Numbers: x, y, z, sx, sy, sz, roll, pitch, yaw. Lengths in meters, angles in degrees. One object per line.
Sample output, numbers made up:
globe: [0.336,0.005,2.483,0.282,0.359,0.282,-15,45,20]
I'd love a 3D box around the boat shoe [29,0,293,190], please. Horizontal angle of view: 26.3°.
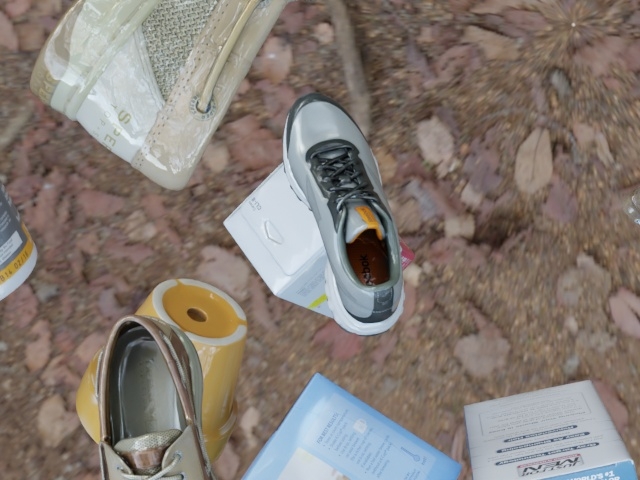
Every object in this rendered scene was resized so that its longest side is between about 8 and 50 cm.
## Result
boat shoe: [-0.012,-0.177,0.753,0.110,0.121,0.341,38,77,-2]

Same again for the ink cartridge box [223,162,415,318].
ink cartridge box: [0.000,0.000,1.641,0.127,0.176,0.128,-45,60,12]

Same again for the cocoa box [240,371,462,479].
cocoa box: [-0.020,0.389,1.716,0.231,0.347,0.228,33,147,5]

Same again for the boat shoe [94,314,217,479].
boat shoe: [-0.161,0.221,1.322,0.123,0.116,0.324,-17,68,3]

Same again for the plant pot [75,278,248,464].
plant pot: [-0.183,0.158,1.735,0.205,0.205,0.188,29,119,5]

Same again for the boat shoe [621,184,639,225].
boat shoe: [0.312,-0.014,1.149,0.066,0.183,0.066,-16,57,35]

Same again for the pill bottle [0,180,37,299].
pill bottle: [-0.452,-0.060,1.570,0.162,0.162,0.278,-15,119,12]

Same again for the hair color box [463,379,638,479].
hair color box: [0.266,0.268,1.608,0.174,0.347,0.105,-13,97,6]

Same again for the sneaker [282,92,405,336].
sneaker: [0.033,-0.040,1.447,0.100,0.108,0.271,-13,71,-13]
